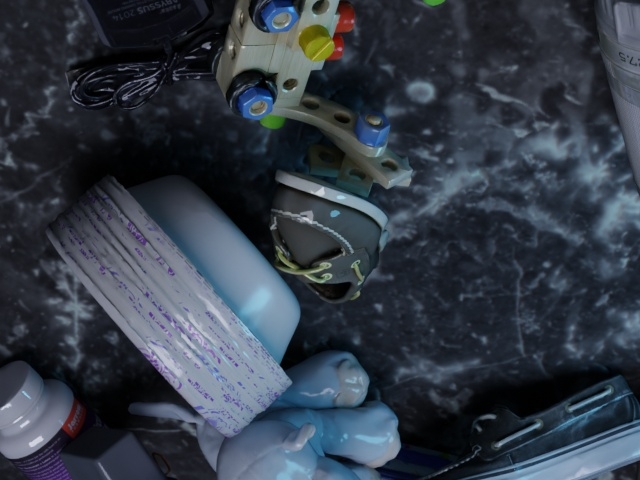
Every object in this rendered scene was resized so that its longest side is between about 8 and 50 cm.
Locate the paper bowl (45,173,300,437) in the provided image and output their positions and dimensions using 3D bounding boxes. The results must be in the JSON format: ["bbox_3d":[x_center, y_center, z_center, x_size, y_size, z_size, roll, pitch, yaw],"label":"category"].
[{"bbox_3d":[-0.132,0.048,1.416,0.148,0.284,0.284,-43,121,-5],"label":"paper bowl"}]

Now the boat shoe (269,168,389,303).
[{"bbox_3d":[0.004,0.002,1.385,0.109,0.305,0.091,24,85,12],"label":"boat shoe"}]

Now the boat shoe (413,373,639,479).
[{"bbox_3d":[0.225,0.252,1.660,0.335,0.119,0.121,-18,160,-8],"label":"boat shoe"}]

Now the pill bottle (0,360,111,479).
[{"bbox_3d":[-0.311,0.230,1.644,0.108,0.108,0.193,-27,123,17],"label":"pill bottle"}]

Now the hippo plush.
[{"bbox_3d":[-0.027,0.225,1.535,0.234,0.236,0.294,-43,96,-4],"label":"hippo plush"}]

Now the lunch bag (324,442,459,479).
[{"bbox_3d":[0.093,0.334,1.750,0.219,0.090,0.176,16,120,-15],"label":"lunch bag"}]

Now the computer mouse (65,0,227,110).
[{"bbox_3d":[-0.181,-0.249,1.321,0.188,0.072,0.272,-12,139,4],"label":"computer mouse"}]

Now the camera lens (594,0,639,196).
[{"bbox_3d":[0.382,-0.156,1.311,0.219,0.219,0.274,-16,126,10],"label":"camera lens"}]

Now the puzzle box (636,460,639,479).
[{"bbox_3d":[0.534,0.309,1.769,0.272,0.052,0.409,-5,127,3],"label":"puzzle box"}]

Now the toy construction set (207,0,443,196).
[{"bbox_3d":[0.020,-0.196,1.306,0.215,0.151,0.327,-6,124,-25],"label":"toy construction set"}]

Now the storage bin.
[{"bbox_3d":[-0.224,0.256,1.568,0.135,0.098,0.091,-3,120,56],"label":"storage bin"}]
